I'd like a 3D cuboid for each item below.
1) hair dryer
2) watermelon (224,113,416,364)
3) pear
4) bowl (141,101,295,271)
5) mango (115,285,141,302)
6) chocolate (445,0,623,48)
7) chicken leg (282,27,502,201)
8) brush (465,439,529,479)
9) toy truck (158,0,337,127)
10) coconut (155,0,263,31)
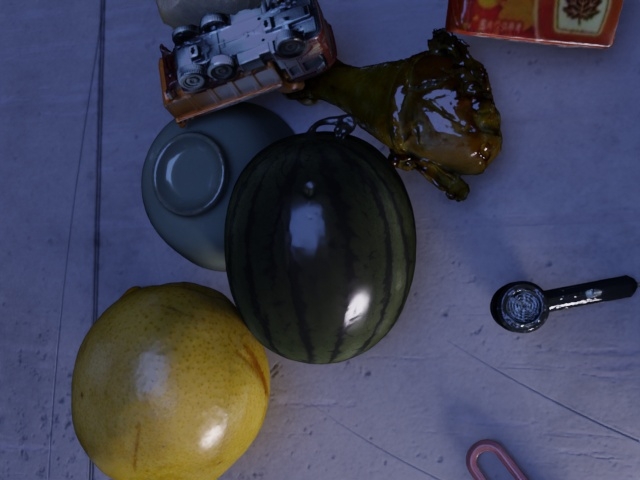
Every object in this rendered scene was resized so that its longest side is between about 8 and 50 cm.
[{"bbox_3d":[0.348,0.080,1.180,0.219,0.124,0.071,-10,85,4],"label":"hair dryer"},{"bbox_3d":[0.000,0.000,1.211,0.279,0.279,0.359,5,112,21],"label":"watermelon"},{"bbox_3d":[-0.220,0.216,1.281,0.314,0.314,0.314,-1,86,21],"label":"pear"},{"bbox_3d":[-0.179,-0.095,1.366,0.289,0.146,0.289,-1,86,22],"label":"bowl"},{"bbox_3d":[-0.331,0.120,1.464,0.060,0.046,0.089,23,91,21],"label":"mango"},{"bbox_3d":[0.301,-0.378,1.145,0.237,0.108,0.234,8,114,1],"label":"chocolate"},{"bbox_3d":[0.117,-0.227,1.263,0.361,0.140,0.211,37,88,25],"label":"chicken leg"},{"bbox_3d":[0.292,0.386,1.209,0.103,0.047,0.233,-42,73,14],"label":"brush"},{"bbox_3d":[-0.114,-0.270,1.268,0.270,0.135,0.114,-17,65,12],"label":"toy truck"},{"bbox_3d":[-0.159,-0.415,1.338,0.227,0.227,0.230,-16,76,19],"label":"coconut"}]
